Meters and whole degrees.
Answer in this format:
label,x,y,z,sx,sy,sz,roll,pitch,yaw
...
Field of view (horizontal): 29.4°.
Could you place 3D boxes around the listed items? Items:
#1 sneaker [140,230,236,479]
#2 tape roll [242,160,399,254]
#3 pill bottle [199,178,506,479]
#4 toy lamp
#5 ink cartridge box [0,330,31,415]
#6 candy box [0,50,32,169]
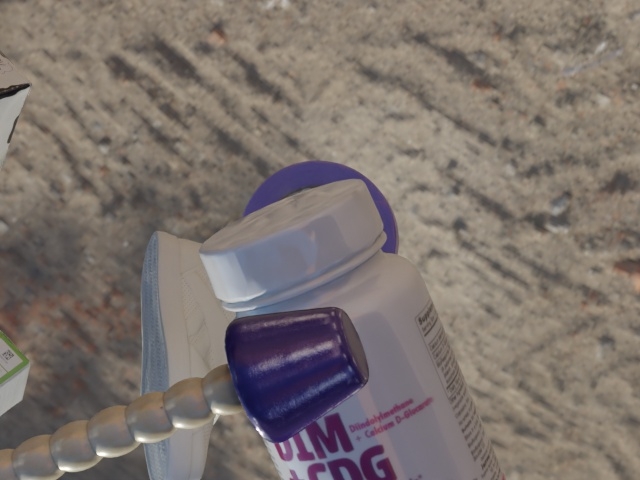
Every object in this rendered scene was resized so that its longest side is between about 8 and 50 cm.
label,x,y,z,sx,sy,sz,roll,pitch,yaw
sneaker,-0.090,0.121,1.219,0.169,0.292,0.108,11,139,-20
tape roll,0.000,0.000,1.476,0.189,0.189,0.080,30,-178,6
pill bottle,0.024,0.108,0.926,0.160,0.160,0.283,-13,105,44
toy lamp,-0.105,0.109,0.724,0.275,0.080,0.080,-22,120,12
ink cartridge box,-0.446,0.207,1.442,0.062,0.209,0.109,43,144,10
candy box,-0.293,-0.037,0.756,0.070,0.196,0.165,45,131,15
